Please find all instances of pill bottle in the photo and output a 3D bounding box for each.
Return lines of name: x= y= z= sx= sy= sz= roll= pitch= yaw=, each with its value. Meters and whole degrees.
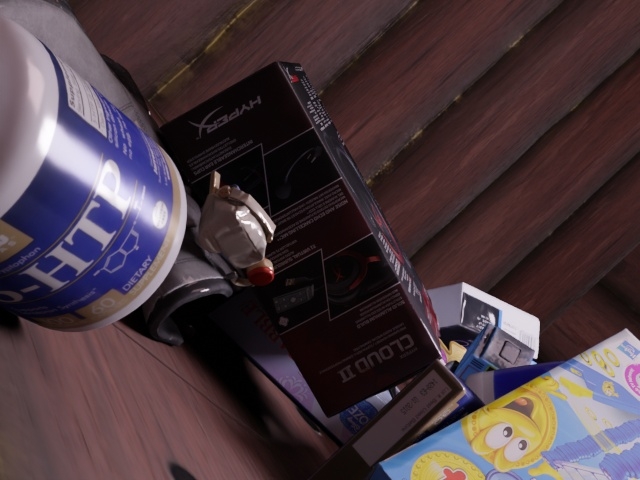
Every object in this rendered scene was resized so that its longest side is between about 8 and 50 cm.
pill bottle: x=-0.148 y=-0.036 z=0.475 sx=0.112 sy=0.112 sz=0.187 roll=48 pitch=2 yaw=30

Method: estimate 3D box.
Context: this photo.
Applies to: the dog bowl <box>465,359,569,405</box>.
dog bowl: x=0.216 y=0.250 z=1.032 sx=0.265 sy=0.104 sz=0.264 roll=-12 pitch=90 yaw=-79

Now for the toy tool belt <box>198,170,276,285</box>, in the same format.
toy tool belt: x=-0.057 y=-0.009 z=0.764 sx=0.083 sy=0.052 sz=0.051 roll=56 pitch=18 yaw=-50

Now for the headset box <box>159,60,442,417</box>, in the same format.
headset box: x=0.000 y=0.000 z=0.920 sx=0.293 sy=0.110 sz=0.218 roll=60 pitch=7 yaw=-7

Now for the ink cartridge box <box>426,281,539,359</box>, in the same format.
ink cartridge box: x=0.117 y=0.133 z=1.482 sx=0.165 sy=0.065 sz=0.333 roll=23 pitch=-25 yaw=-37

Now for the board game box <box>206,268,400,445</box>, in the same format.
board game box: x=-0.018 y=0.109 z=1.193 sx=0.318 sy=0.066 sz=0.318 roll=46 pitch=2 yaw=-20

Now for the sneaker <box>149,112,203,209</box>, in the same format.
sneaker: x=-0.152 y=-0.049 z=1.123 sx=0.121 sy=0.099 sz=0.262 roll=52 pitch=-1 yaw=-43

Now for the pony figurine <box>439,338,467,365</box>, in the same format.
pony figurine: x=0.266 y=0.295 z=1.350 sx=0.351 sy=0.303 sz=0.363 roll=29 pitch=31 yaw=-56

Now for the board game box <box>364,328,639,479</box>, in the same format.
board game box: x=0.224 y=0.239 z=0.771 sx=0.302 sy=0.086 sz=0.308 roll=-19 pitch=56 yaw=-40

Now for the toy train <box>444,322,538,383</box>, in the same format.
toy train: x=0.224 y=0.178 z=1.194 sx=0.184 sy=0.105 sz=0.080 roll=33 pitch=43 yaw=5

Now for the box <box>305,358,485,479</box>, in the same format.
box: x=0.069 y=0.163 z=0.863 sx=0.036 sy=0.136 sz=0.225 roll=47 pitch=1 yaw=17

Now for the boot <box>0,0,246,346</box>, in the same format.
boot: x=-0.150 y=-0.040 z=0.738 sx=0.222 sy=0.118 sz=0.338 roll=58 pitch=12 yaw=12
